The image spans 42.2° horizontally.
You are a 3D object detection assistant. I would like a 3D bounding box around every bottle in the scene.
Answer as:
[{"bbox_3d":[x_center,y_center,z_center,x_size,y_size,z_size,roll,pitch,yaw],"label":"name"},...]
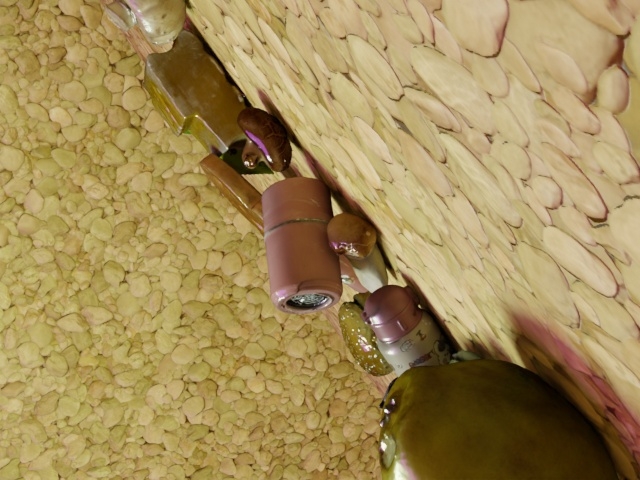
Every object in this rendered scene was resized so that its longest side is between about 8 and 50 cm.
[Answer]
[{"bbox_3d":[0.159,0.178,1.406,0.233,0.110,0.110,56,173,-19],"label":"bottle"}]

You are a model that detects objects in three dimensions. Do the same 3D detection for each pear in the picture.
[{"bbox_3d":[0.210,0.280,0.995,0.321,0.269,0.269,37,174,-1],"label":"pear"}]

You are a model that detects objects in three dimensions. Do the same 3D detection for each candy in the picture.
[{"bbox_3d":[-0.217,-0.225,1.954,0.246,0.149,0.069,47,129,32],"label":"candy"}]

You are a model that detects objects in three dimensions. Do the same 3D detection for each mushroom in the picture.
[{"bbox_3d":[0.075,0.028,1.404,0.084,0.071,0.209,12,156,26],"label":"mushroom"},{"bbox_3d":[-0.097,-0.176,1.449,0.126,0.085,0.109,53,-151,-19],"label":"mushroom"},{"bbox_3d":[-0.313,-0.423,1.473,0.166,0.127,0.166,46,176,4],"label":"mushroom"}]

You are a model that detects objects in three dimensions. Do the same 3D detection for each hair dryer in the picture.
[{"bbox_3d":[0.022,0.047,1.510,0.352,0.125,0.210,34,-137,-55],"label":"hair dryer"}]

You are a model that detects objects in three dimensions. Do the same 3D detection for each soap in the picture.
[{"bbox_3d":[-0.247,-0.287,1.713,0.259,0.143,0.281,50,169,-7],"label":"soap"}]

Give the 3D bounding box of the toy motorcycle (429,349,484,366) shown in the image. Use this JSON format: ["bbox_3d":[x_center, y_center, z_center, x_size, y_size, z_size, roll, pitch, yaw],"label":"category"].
[{"bbox_3d":[0.227,0.253,1.244,0.206,0.154,0.260,29,168,2],"label":"toy motorcycle"}]

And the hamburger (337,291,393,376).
[{"bbox_3d":[0.115,0.201,1.777,0.189,0.122,0.215,54,172,11],"label":"hamburger"}]

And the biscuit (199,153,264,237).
[{"bbox_3d":[-0.117,-0.052,1.749,0.355,0.052,0.275,45,172,13],"label":"biscuit"}]

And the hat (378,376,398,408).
[{"bbox_3d":[0.181,0.318,1.726,0.227,0.140,0.129,70,-178,-46],"label":"hat"}]
